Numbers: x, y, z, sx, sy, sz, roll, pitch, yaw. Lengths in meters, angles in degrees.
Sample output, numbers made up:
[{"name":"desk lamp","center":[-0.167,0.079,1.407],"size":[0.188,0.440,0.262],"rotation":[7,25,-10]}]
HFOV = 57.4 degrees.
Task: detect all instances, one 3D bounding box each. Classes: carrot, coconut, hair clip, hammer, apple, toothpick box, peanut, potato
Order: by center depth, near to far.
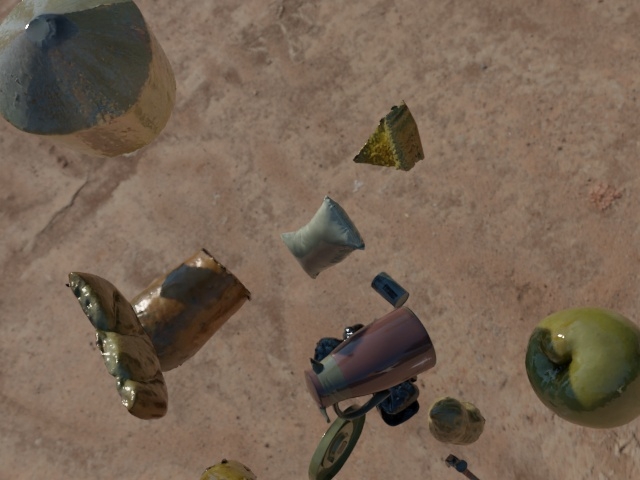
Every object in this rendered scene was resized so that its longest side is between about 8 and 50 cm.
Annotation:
[{"name":"coconut","center":[-0.342,-0.247,0.853],"size":[0.238,0.244,0.239],"rotation":[0,86,5]},{"name":"apple","center":[0.417,0.195,0.896],"size":[0.199,0.200,0.200],"rotation":[-15,52,20]},{"name":"potato","center":[-0.154,0.461,1.017],"size":[0.137,0.137,0.175],"rotation":[-55,25,-14]},{"name":"toothpick box","center":[0.169,0.120,1.418],"size":[0.052,0.052,0.083],"rotation":[-45,60,-6]},{"name":"hammer","center":[0.425,0.633,1.466],"size":[0.033,0.287,0.111],"rotation":[-50,5,-13]},{"name":"hair clip","center":[0.140,0.334,1.564],"size":[0.310,0.195,0.206],"rotation":[26,60,25]},{"name":"carrot","center":[-0.372,0.188,1.565],"size":[0.340,0.224,0.224],"rotation":[-44,48,-5]},{"name":"peanut","center":[0.410,0.547,1.773],"size":[0.153,0.325,0.140],"rotation":[1,71,26]}]

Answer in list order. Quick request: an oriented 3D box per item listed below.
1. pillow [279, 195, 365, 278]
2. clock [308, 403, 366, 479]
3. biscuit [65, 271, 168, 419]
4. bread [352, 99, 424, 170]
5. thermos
[{"name":"pillow","center":[-0.001,0.000,1.366],"size":[0.078,0.144,0.254],"rotation":[-47,7,-33]},{"name":"clock","center":[0.050,0.545,1.557],"size":[0.029,0.235,0.235],"rotation":[28,74,28]},{"name":"biscuit","center":[-0.304,0.163,0.915],"size":[0.045,0.154,0.299],"rotation":[-38,58,-3]},{"name":"bread","center":[0.161,-0.264,1.499],"size":[0.160,0.169,0.140],"rotation":[1,32,39]},{"name":"thermos","center":[0.099,0.272,1.237],"size":[0.264,0.177,0.146],"rotation":[-26,17,-13]}]
